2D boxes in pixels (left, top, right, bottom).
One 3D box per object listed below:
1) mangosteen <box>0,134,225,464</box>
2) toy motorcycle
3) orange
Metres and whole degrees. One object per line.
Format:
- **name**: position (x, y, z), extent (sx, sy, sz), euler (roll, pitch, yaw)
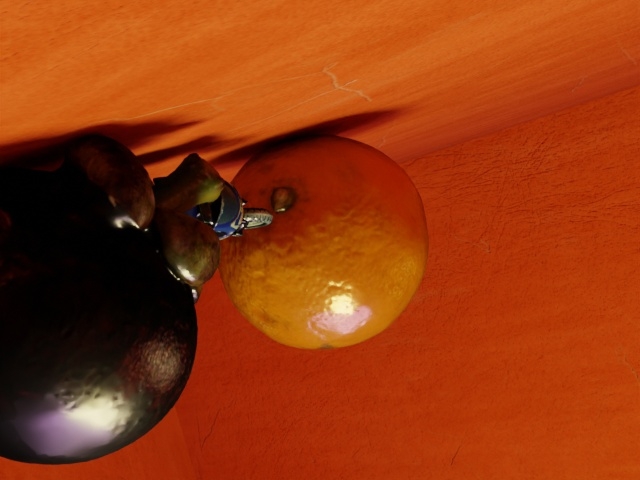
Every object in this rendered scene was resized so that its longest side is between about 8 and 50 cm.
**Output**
- **mangosteen**: position (-0.243, 0.052, 0.863), extent (0.297, 0.297, 0.313), euler (-16, 148, -52)
- **toy motorcycle**: position (-0.198, -0.033, 1.070), extent (0.315, 0.113, 0.169), euler (0, 173, -18)
- **orange**: position (0.000, 0.000, 1.322), extent (0.312, 0.312, 0.312), euler (-16, 180, 0)
